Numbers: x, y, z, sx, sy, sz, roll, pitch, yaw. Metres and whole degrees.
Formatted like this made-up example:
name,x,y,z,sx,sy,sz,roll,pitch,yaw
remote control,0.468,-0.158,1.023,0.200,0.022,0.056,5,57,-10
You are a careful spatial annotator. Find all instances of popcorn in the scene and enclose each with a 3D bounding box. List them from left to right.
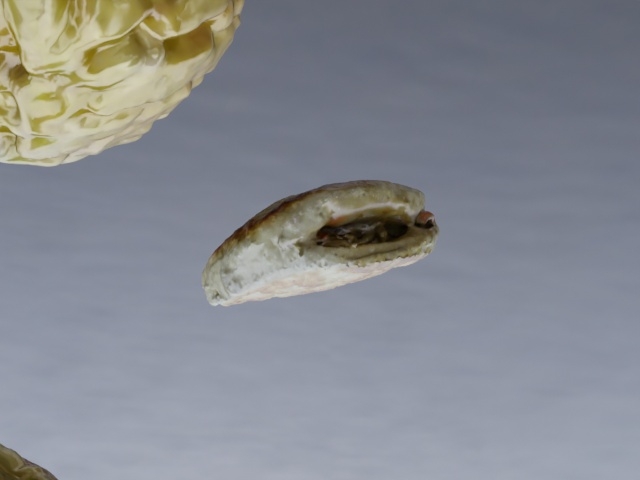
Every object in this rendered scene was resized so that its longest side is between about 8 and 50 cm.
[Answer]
name,x,y,z,sx,sy,sz,roll,pitch,yaw
popcorn,-0.235,-0.245,1.234,0.344,0.390,0.354,-13,120,-31

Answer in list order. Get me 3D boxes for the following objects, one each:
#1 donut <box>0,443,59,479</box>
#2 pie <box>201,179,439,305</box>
name,x,y,z,sx,sy,sz,roll,pitch,yaw
donut,-0.365,0.389,1.218,0.448,0.449,0.198,-10,170,22
pie,0.000,0.000,1.090,0.205,0.084,0.179,-11,176,-43
